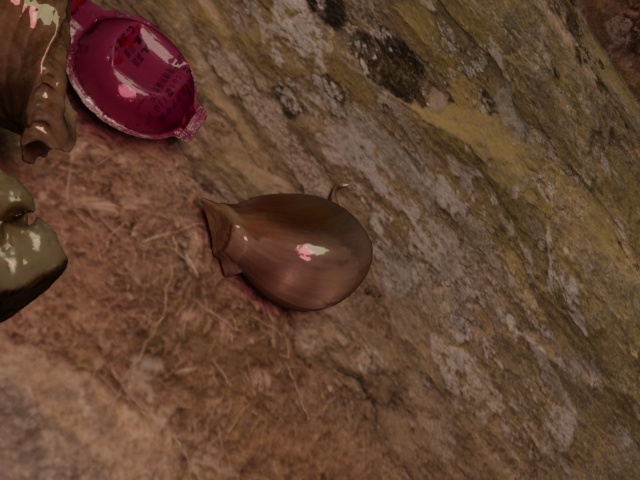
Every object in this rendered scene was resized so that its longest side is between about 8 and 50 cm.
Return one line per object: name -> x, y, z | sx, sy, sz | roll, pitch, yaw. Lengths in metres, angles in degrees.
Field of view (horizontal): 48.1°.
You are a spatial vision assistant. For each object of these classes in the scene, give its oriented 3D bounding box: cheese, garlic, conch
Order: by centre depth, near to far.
conch -> -0.300, -0.211, 0.540 | 0.186, 0.263, 0.324 | -12, 94, -26
cheese -> -0.219, -0.193, 0.735 | 0.244, 0.062, 0.155 | 40, 46, -22
garlic -> 0.003, 0.002, 0.845 | 0.266, 0.128, 0.148 | -12, 90, -58

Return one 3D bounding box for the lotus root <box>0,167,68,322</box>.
lotus root -> -0.308, -0.014, 0.510 | 0.235, 0.119, 0.138 | 47, 44, -20
